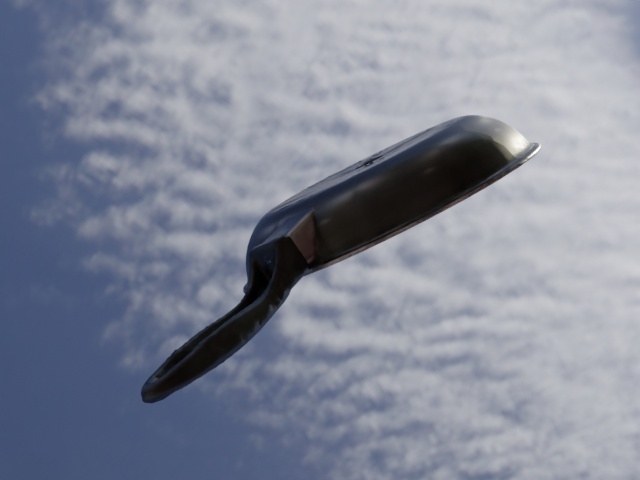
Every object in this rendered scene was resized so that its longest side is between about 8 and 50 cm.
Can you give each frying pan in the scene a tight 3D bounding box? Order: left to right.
[{"bbox_3d":[-0.012,0.004,0.929,0.326,0.197,0.053,-28,-85,-29],"label":"frying pan"}]
